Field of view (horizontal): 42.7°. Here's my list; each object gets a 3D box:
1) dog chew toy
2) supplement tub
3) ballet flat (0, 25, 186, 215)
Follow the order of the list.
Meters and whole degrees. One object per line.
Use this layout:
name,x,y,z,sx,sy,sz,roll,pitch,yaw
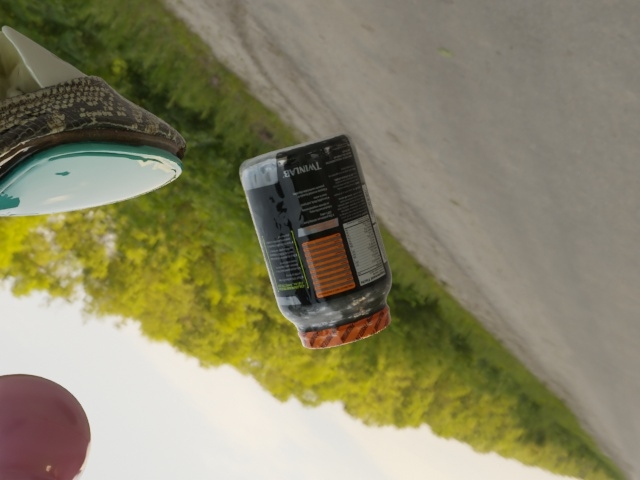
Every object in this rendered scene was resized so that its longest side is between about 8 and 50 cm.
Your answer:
dog chew toy,-0.426,0.352,1.103,0.206,0.206,0.332,34,-139,-38
supplement tub,0.000,0.000,1.407,0.207,0.207,0.338,-162,56,-79
ballet flat,-0.292,-0.082,0.647,0.483,0.164,0.182,-30,-87,-56
